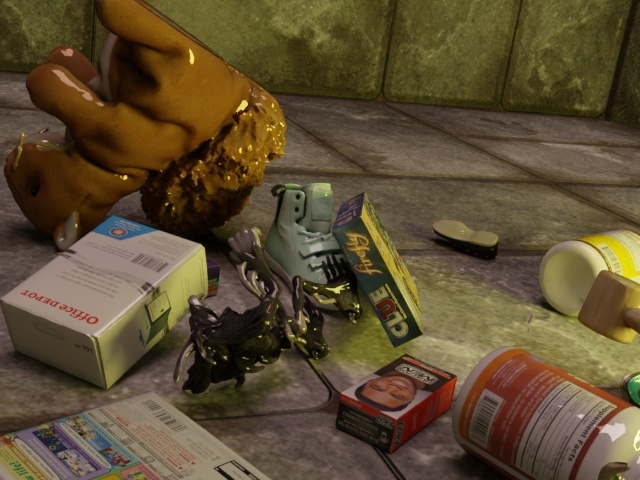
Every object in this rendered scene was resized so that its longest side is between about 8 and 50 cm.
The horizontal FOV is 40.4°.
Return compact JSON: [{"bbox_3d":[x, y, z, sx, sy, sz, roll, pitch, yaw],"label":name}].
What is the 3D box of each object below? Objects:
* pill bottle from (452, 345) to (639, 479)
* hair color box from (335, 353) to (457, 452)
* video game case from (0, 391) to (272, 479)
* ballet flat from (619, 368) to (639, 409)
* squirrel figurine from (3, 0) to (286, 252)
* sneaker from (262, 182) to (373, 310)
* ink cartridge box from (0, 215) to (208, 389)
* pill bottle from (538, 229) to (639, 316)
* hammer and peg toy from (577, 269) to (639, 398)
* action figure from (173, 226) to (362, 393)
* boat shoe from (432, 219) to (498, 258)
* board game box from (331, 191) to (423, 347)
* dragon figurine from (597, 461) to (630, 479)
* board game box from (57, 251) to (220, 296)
[{"bbox_3d":[0.242,0.196,0.828,0.121,0.121,0.216,-9,25,-42],"label":"pill bottle"},{"bbox_3d":[0.085,0.174,0.947,0.072,0.043,0.141,20,22,29],"label":"hair color box"},{"bbox_3d":[-0.166,0.209,0.760,0.212,0.023,0.193,25,24,39],"label":"video game case"},{"bbox_3d":[0.426,0.187,1.072,0.168,0.057,0.052,5,-10,-21],"label":"ballet flat"},{"bbox_3d":[-0.267,-0.133,1.319,0.397,0.370,0.281,33,8,-23],"label":"squirrel figurine"},{"bbox_3d":[-0.001,0.000,1.260,0.094,0.151,0.256,-3,23,-35],"label":"sneaker"},{"bbox_3d":[-0.240,0.063,0.991,0.140,0.082,0.190,17,40,24],"label":"ink cartridge box"},{"bbox_3d":[0.448,0.046,1.376,0.215,0.117,0.117,-9,25,-43],"label":"pill bottle"},{"bbox_3d":[0.424,0.173,0.847,0.361,0.127,0.266,22,16,-12],"label":"hammer and peg toy"},{"bbox_3d":[-0.078,0.083,0.975,0.141,0.164,0.276,50,28,22],"label":"action figure"},{"bbox_3d":[0.258,-0.002,1.564,0.133,0.042,0.049,21,47,35],"label":"boat shoe"},{"bbox_3d":[0.077,0.029,1.154,0.042,0.165,0.243,-27,7,8],"label":"board game box"},{"bbox_3d":[0.297,0.220,0.658,0.144,0.289,0.085,-33,23,-3],"label":"dragon figurine"},{"bbox_3d":[-0.245,0.045,1.179,0.141,0.048,0.170,21,22,36],"label":"board game box"}]
